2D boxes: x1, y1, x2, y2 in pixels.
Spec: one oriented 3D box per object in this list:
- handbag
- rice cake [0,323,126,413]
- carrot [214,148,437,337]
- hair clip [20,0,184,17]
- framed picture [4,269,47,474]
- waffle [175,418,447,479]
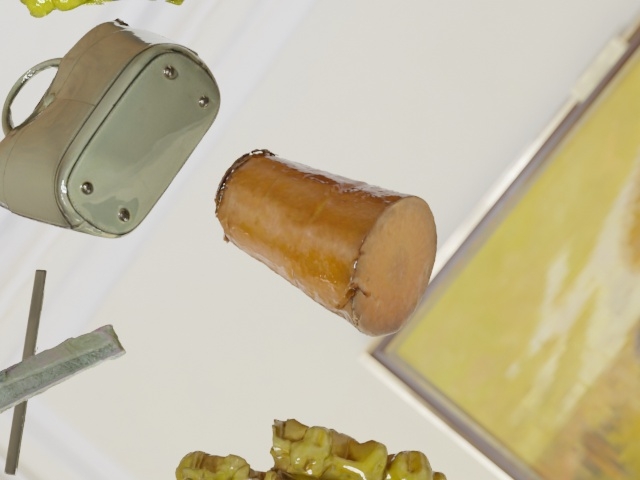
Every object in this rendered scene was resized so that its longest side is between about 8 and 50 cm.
[{"bbox_3d":[-0.236,-0.117,1.663,0.241,0.109,0.315,-54,-151,-10],"label":"handbag"},{"bbox_3d":[-0.296,0.140,1.777,0.211,0.043,0.034,-25,174,-41],"label":"rice cake"},{"bbox_3d":[0.000,0.000,2.144,0.196,0.254,0.196,-33,133,-44],"label":"carrot"},{"bbox_3d":[-0.210,-0.241,1.543,0.046,0.173,0.072,59,39,-57],"label":"hair clip"},{"bbox_3d":[-0.367,0.169,2.058,0.184,0.016,0.250,142,-43,-78],"label":"framed picture"},{"bbox_3d":[-0.018,0.289,1.684,0.324,0.261,0.151,-24,-135,57],"label":"waffle"}]
